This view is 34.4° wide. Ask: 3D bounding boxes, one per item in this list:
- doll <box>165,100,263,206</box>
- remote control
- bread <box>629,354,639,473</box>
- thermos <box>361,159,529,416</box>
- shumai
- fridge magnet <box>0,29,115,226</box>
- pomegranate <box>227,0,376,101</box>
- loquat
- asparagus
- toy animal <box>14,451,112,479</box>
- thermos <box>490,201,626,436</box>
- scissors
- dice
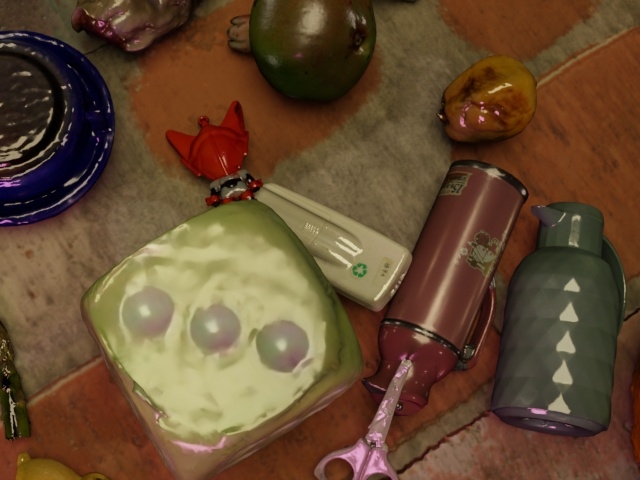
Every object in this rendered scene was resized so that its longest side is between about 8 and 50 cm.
[{"bbox_3d":[-0.129,-0.103,1.338,0.109,0.057,0.169,-24,52,-2],"label":"doll"},{"bbox_3d":[0.000,0.001,1.309,0.230,0.049,0.090,28,74,22],"label":"remote control"},{"bbox_3d":[0.494,0.178,1.182,0.250,0.394,0.361,-4,78,10],"label":"bread"},{"bbox_3d":[0.157,0.072,1.318,0.109,0.136,0.330,17,72,28],"label":"thermos"},{"bbox_3d":[-0.251,-0.348,1.382,0.184,0.218,0.185,42,114,10],"label":"shumai"},{"bbox_3d":[-0.395,-0.147,1.312,0.265,0.113,0.266,1,73,-3],"label":"fridge magnet"},{"bbox_3d":[-0.031,-0.273,1.365,0.209,0.180,0.180,7,71,35],"label":"pomegranate"},{"bbox_3d":[0.221,-0.184,1.373,0.137,0.137,0.113,-28,106,-12],"label":"loquat"},{"bbox_3d":[-0.389,0.165,1.273,0.036,0.030,0.165,-20,78,1],"label":"asparagus"},{"bbox_3d":[-0.283,0.299,1.231,0.159,0.070,0.083,5,73,-9],"label":"toy animal"},{"bbox_3d":[0.315,0.098,1.304,0.182,0.145,0.287,23,70,-32],"label":"thermos"},{"bbox_3d":[0.068,0.234,1.242,0.110,0.021,0.212,20,112,1],"label":"scissors"},{"bbox_3d":[-0.114,0.117,1.196,0.249,0.254,0.252,-31,79,-15],"label":"dice"}]
